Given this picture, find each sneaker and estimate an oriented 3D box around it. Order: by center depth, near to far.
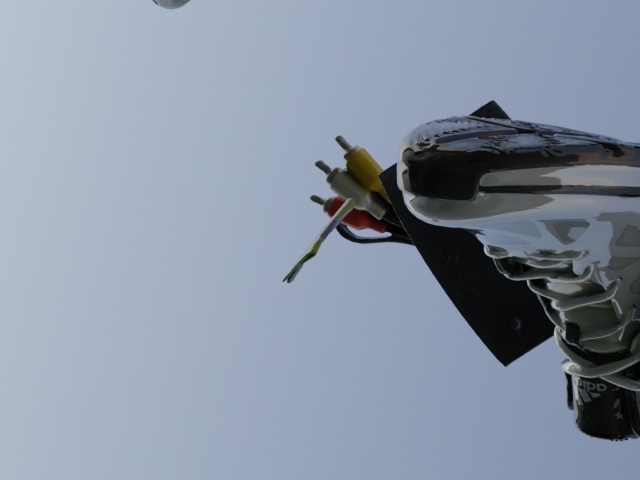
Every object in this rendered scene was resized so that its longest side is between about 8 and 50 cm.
[{"bbox_3d":[0.227,0.045,1.116,0.169,0.447,0.258,18,-79,48],"label":"sneaker"}]

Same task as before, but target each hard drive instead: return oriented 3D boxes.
[{"bbox_3d":[0.197,-0.007,1.540,0.172,0.054,0.255,-33,-98,2],"label":"hard drive"}]

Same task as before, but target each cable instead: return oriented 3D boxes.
[{"bbox_3d":[0.108,-0.011,1.793,0.287,0.072,0.139,37,-56,21],"label":"cable"}]

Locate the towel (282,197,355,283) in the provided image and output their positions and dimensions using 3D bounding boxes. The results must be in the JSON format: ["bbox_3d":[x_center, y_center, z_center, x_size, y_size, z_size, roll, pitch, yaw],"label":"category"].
[{"bbox_3d":[0.000,0.000,1.220,0.009,0.083,0.060,40,-43,-2],"label":"towel"}]

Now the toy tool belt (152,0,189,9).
[{"bbox_3d":[-0.106,-0.174,0.829,0.052,0.083,0.051,-60,-176,-3],"label":"toy tool belt"}]
